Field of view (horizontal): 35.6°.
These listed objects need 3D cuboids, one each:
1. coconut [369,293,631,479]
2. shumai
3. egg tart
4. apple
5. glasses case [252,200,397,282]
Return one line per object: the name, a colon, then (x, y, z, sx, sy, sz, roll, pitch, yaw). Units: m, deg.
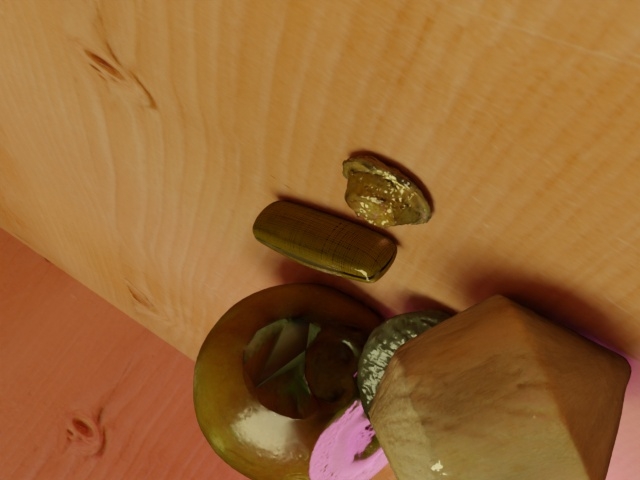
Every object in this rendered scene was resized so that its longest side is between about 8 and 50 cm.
coconut: (0.232, 0.214, 1.230, 0.329, 0.328, 0.328, 31, 160, 13)
shumai: (0.183, 0.205, 1.529, 0.222, 0.204, 0.271, 21, 121, 19)
egg tart: (0.074, -0.050, 1.202, 0.129, 0.049, 0.128, 30, 160, 12)
apple: (-0.019, 0.239, 1.662, 0.384, 0.374, 0.374, 6, 160, -4)
glasses case: (0.000, 0.000, 1.394, 0.234, 0.079, 0.064, 20, 148, 38)
